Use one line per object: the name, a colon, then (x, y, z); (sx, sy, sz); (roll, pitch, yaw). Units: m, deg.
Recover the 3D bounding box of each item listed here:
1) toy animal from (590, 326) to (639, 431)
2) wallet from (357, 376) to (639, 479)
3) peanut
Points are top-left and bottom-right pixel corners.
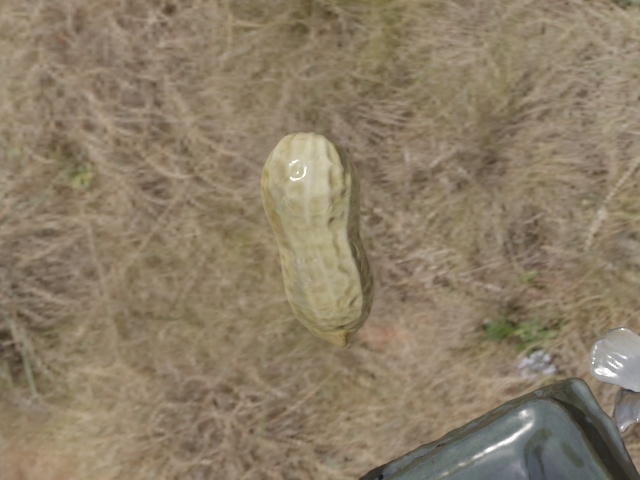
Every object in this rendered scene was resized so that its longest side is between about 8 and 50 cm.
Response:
toy animal: (0.259, 0.141, 0.837); (0.160, 0.197, 0.272); (36, 98, -13)
wallet: (0.113, 0.203, 0.605); (0.168, 0.052, 0.245); (-32, 93, 13)
peanut: (0.000, 0.000, 1.566); (0.120, 0.136, 0.298); (-6, 116, 8)
